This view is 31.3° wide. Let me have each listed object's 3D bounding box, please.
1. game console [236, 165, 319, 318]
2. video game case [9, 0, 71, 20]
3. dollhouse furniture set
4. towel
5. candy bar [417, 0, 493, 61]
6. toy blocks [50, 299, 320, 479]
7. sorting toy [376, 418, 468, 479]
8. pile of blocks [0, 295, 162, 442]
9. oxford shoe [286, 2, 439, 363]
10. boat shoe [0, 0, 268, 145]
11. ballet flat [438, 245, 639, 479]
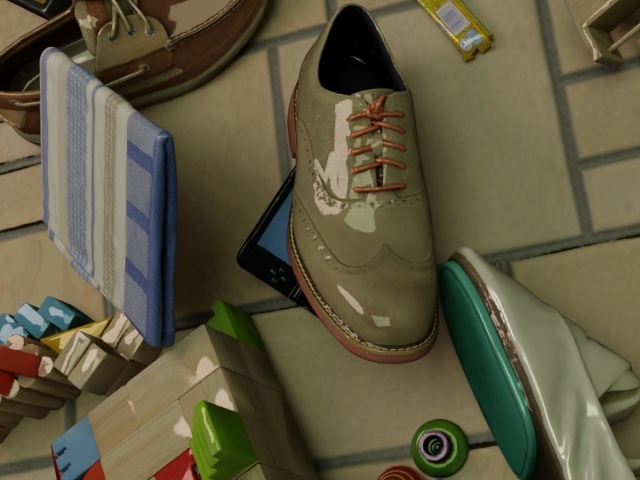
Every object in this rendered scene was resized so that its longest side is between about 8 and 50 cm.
[{"bbox_3d":[0.000,0.000,1.055,0.107,0.071,0.122,34,86,-14],"label":"game console"},{"bbox_3d":[-0.346,-0.409,1.335,0.275,0.035,0.248,28,85,25],"label":"video game case"},{"bbox_3d":[0.321,-0.253,1.009,0.184,0.129,0.129,-39,60,39],"label":"dollhouse furniture set"},{"bbox_3d":[-0.198,-0.047,1.054,0.285,0.034,0.209,36,129,50],"label":"towel"},{"bbox_3d":[0.112,-0.238,1.119,0.040,0.018,0.161,-40,65,9],"label":"candy bar"},{"bbox_3d":[-0.122,0.268,0.978,0.261,0.191,0.381,-38,54,16],"label":"toy blocks"},{"bbox_3d":[0.086,0.199,0.981,0.061,0.042,0.102,37,89,26],"label":"sorting toy"},{"bbox_3d":[-0.334,0.123,1.123,0.362,0.112,0.149,-23,67,12],"label":"pile of blocks"},{"bbox_3d":[0.032,-0.059,0.976,0.123,0.130,0.348,-4,52,-13],"label":"oxford shoe"},{"bbox_3d":[-0.201,-0.205,1.171,0.324,0.116,0.123,-31,66,9],"label":"boat shoe"},{"bbox_3d":[0.213,0.173,0.900,0.139,0.139,0.400,-26,59,11],"label":"ballet flat"}]
